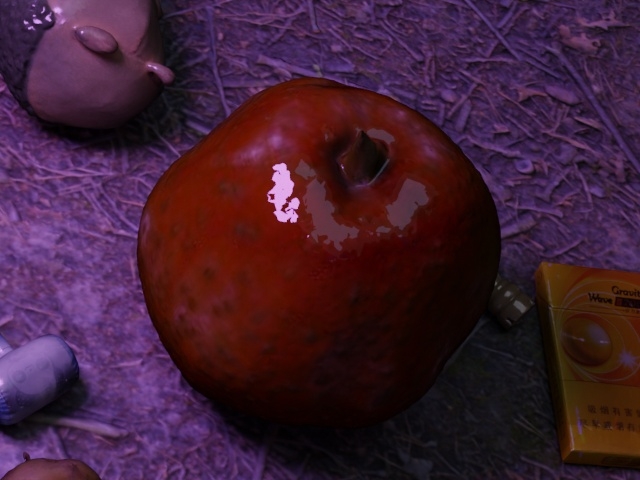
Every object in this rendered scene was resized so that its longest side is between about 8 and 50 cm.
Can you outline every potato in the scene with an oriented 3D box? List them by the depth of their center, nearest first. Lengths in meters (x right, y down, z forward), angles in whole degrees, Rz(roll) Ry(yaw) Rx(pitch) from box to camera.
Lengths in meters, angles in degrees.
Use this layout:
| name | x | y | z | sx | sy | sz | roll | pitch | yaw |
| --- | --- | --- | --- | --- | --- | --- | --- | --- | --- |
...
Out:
| name | x | y | z | sx | sy | sz | roll | pitch | yaw |
| --- | --- | --- | --- | --- | --- | --- | --- | --- | --- |
| potato | -0.305 | 0.262 | 1.552 | 0.172 | 0.100 | 0.089 | -20 | 59 | -27 |

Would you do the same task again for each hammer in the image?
| name | x | y | z | sx | sy | sz | roll | pitch | yaw |
| --- | --- | --- | --- | --- | --- | --- | --- | --- | --- |
| hammer | -0.357 | 0.109 | 1.666 | 0.116 | 0.069 | 0.194 | -32 | 65 | -34 |

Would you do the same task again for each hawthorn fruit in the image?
| name | x | y | z | sx | sy | sz | roll | pitch | yaw |
| --- | --- | --- | --- | --- | --- | --- | --- | --- | --- |
| hawthorn fruit | 0.000 | 0.000 | 1.668 | 0.403 | 0.403 | 0.403 | 10 | 53 | -13 |

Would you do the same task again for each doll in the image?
| name | x | y | z | sx | sy | sz | roll | pitch | yaw |
| --- | --- | --- | --- | --- | --- | --- | --- | --- | --- |
| doll | -0.305 | -0.306 | 1.884 | 0.247 | 0.247 | 0.349 | -7 | 48 | -24 |

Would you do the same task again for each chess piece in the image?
| name | x | y | z | sx | sy | sz | roll | pitch | yaw |
| --- | --- | --- | --- | --- | --- | --- | --- | --- | --- |
| chess piece | 0.209 | 0.054 | 1.910 | 0.066 | 0.066 | 0.122 | -34 | 77 | -35 |

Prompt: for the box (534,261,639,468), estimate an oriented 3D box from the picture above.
| name | x | y | z | sx | sy | sz | roll | pitch | yaw |
| --- | --- | --- | --- | --- | --- | --- | --- | --- | --- |
| box | 0.354 | 0.154 | 1.895 | 0.152 | 0.043 | 0.269 | 8 | 53 | -15 |
